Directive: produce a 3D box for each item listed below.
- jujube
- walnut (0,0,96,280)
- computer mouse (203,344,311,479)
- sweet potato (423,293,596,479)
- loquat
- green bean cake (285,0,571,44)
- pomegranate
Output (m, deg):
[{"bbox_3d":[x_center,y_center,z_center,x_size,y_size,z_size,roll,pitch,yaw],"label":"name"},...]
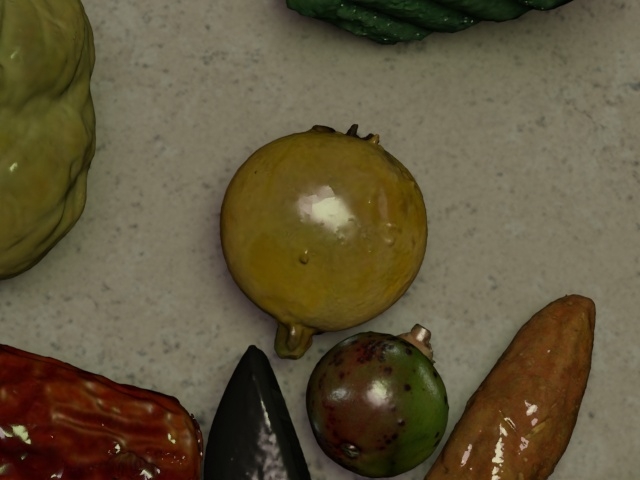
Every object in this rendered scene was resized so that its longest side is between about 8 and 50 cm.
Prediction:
[{"bbox_3d":[-0.239,0.175,1.471,0.290,0.197,0.197,2,79,-19],"label":"jujube"},{"bbox_3d":[-0.318,-0.111,1.490,0.253,0.282,0.276,10,83,37],"label":"walnut"},{"bbox_3d":[-0.041,0.221,1.504,0.088,0.147,0.264,-22,78,3],"label":"computer mouse"},{"bbox_3d":[0.160,0.150,1.556,0.097,0.097,0.251,28,75,1],"label":"sweet potato"},{"bbox_3d":[0.000,0.000,1.544,0.172,0.149,0.204,13,90,-6],"label":"loquat"},{"bbox_3d":[0.106,-0.338,1.535,0.169,0.300,0.307,13,72,-46],"label":"green bean cake"},{"bbox_3d":[0.046,0.131,1.540,0.130,0.130,0.130,1,79,-4],"label":"pomegranate"}]
